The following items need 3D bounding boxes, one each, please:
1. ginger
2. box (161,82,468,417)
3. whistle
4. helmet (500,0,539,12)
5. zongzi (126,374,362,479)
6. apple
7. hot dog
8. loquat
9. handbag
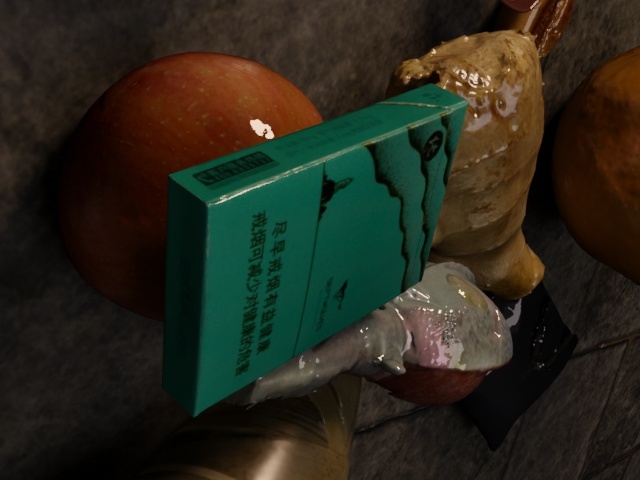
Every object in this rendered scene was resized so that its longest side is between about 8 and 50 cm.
[{"bbox_3d":[0.141,-0.028,0.806,0.236,0.166,0.375,-44,132,-30],"label":"ginger"},{"bbox_3d":[0.000,0.000,0.522,0.226,0.042,0.161,-26,140,-39],"label":"box"},{"bbox_3d":[0.052,0.087,0.699,0.346,0.142,0.133,-4,137,-48],"label":"whistle"},{"bbox_3d":[0.170,-0.273,0.770,0.089,0.057,0.111,-57,135,-10],"label":"helmet"},{"bbox_3d":[-0.070,0.364,0.805,0.467,0.218,0.500,-39,145,-44],"label":"zongzi"},{"bbox_3d":[-0.080,-0.032,0.570,0.201,0.162,0.201,-24,126,-37],"label":"apple"},{"bbox_3d":[0.224,-0.243,0.848,0.090,0.060,0.140,13,109,-53],"label":"hot dog"},{"bbox_3d":[0.440,-0.091,0.960,0.328,0.328,0.328,-24,128,-35],"label":"loquat"},{"bbox_3d":[0.260,0.156,1.088,0.211,0.089,0.254,-49,135,-11],"label":"handbag"}]
